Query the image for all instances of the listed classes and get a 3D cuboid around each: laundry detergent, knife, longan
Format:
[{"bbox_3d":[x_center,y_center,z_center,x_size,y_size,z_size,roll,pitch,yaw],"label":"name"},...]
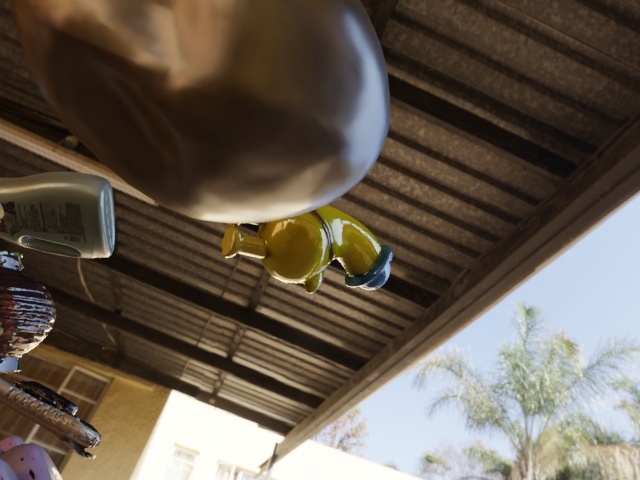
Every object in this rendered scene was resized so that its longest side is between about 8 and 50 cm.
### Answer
[{"bbox_3d":[-0.780,-0.070,1.192,0.396,0.125,0.264,4,-52,-13],"label":"laundry detergent"},{"bbox_3d":[-0.422,0.153,0.538,0.365,0.043,0.089,37,-46,-9],"label":"knife"},{"bbox_3d":[-0.098,-0.163,0.430,0.349,0.289,0.289,22,-40,-2],"label":"longan"}]

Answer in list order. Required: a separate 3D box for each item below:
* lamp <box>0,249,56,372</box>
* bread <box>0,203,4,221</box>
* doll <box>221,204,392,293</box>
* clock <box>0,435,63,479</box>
[{"bbox_3d":[-0.610,0.129,0.790,0.246,0.247,0.247,10,-41,9],"label":"lamp"},{"bbox_3d":[-0.622,-0.084,0.751,0.084,0.119,0.178,-1,-71,69],"label":"bread"},{"bbox_3d":[0.000,0.000,0.824,0.362,0.200,0.145,12,-11,-34],"label":"doll"},{"bbox_3d":[-0.238,0.305,0.362,0.296,0.113,0.322,59,-37,7],"label":"clock"}]
